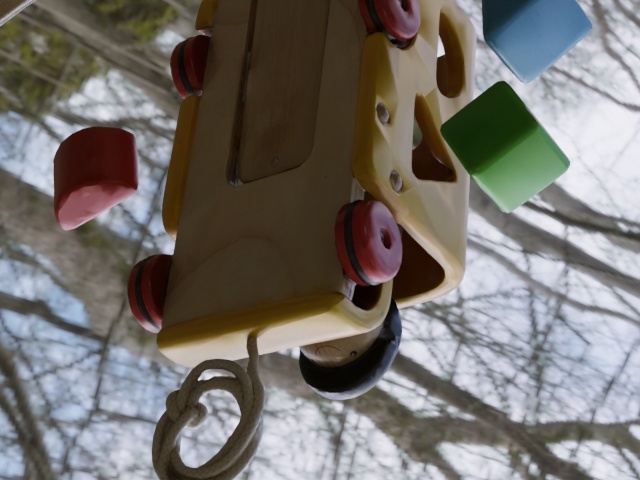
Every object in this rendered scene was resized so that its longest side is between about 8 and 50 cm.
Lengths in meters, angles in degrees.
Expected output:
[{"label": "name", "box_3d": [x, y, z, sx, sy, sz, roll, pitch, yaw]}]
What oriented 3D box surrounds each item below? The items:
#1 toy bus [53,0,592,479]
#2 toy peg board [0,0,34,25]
[{"label": "toy bus", "box_3d": [0.006, -0.011, 0.532, 0.202, 0.104, 0.191, -49, -137, 1]}, {"label": "toy peg board", "box_3d": [-0.135, -0.150, 0.483, 0.160, 0.079, 0.161, -35, -81, 5]}]
